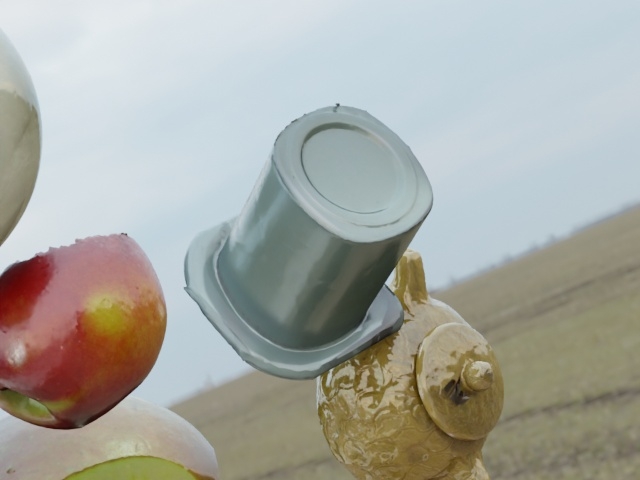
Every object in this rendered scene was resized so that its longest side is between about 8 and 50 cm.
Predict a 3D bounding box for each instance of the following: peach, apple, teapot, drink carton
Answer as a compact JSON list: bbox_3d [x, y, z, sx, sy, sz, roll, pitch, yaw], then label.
[{"bbox_3d":[-0.268,0.083,1.620,0.196,0.190,0.226,5,53,27],"label":"peach"},{"bbox_3d":[-0.288,0.381,1.942,0.374,0.374,0.384,-24,39,12],"label":"apple"},{"bbox_3d":[0.113,0.161,1.528,0.203,0.311,0.167,-14,-4,-44],"label":"teapot"},{"bbox_3d":[0.000,0.000,1.382,0.191,0.185,0.189,-24,-19,-37],"label":"drink carton"}]

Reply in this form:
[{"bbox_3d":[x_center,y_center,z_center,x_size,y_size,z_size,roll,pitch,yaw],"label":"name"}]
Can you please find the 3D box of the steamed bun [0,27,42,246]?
[{"bbox_3d":[-0.431,-0.103,1.478,0.324,0.324,0.206,-23,8,6],"label":"steamed bun"}]
